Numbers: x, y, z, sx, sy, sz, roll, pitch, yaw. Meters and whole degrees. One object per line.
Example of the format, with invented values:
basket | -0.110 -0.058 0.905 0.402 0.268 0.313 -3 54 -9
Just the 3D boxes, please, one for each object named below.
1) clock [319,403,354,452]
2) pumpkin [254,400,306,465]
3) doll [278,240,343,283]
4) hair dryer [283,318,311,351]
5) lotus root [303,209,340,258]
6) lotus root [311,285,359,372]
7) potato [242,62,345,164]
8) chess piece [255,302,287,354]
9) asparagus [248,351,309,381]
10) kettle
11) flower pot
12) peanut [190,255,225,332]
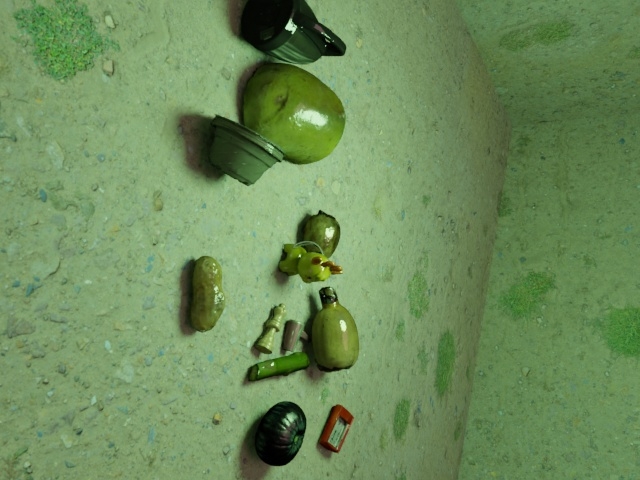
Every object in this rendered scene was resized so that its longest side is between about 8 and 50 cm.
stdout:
clock | 0.055 0.707 2.112 0.113 0.061 0.155 54 52 -40
pumpkin | -0.128 0.610 1.780 0.202 0.140 0.201 -41 137 -52
doll | -0.028 0.077 1.849 0.143 0.221 0.135 36 65 -46
hair dryer | -0.069 0.336 1.943 0.154 0.054 0.106 28 72 -56
lotus root | 0.000 0.000 1.968 0.138 0.138 0.214 23 72 -53
lotus root | 0.048 0.315 2.002 0.183 0.183 0.309 -7 90 -55
potato | -0.083 -0.410 1.769 0.280 0.213 0.330 -12 99 -55
chess piece | -0.153 0.279 1.815 0.060 0.060 0.172 54 47 -40
asparagus | -0.135 0.411 1.838 0.278 0.060 0.067 7 104 -55
kettle | -0.070 -0.657 1.755 0.271 0.251 0.207 18 59 -56
flower pot | -0.226 -0.244 1.590 0.235 0.235 0.140 32 87 -51
peanut | -0.314 0.149 1.560 0.099 0.100 0.214 3 82 -55
